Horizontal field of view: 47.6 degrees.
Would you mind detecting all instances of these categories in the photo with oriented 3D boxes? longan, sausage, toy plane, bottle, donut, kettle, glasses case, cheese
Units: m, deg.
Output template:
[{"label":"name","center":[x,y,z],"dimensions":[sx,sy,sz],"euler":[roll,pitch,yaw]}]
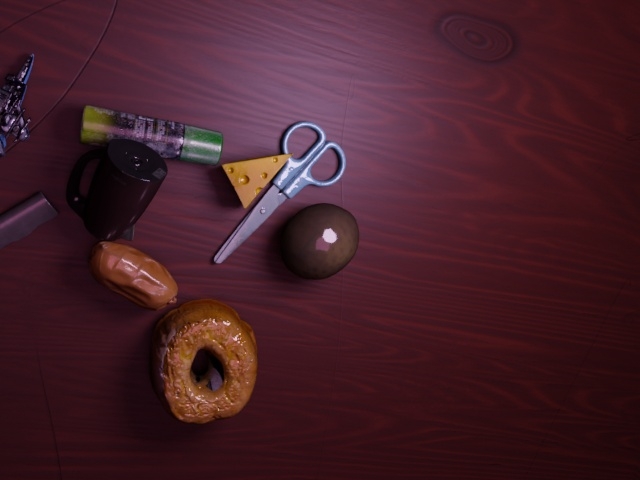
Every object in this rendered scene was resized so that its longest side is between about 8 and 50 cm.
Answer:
[{"label":"longan","center":[0.000,0.000,1.876],"dimensions":[0.220,0.196,0.196],"euler":[-37,109,-11]},{"label":"sausage","center":[-0.457,0.087,1.779],"dimensions":[0.241,0.136,0.120],"euler":[35,87,-25]},{"label":"toy plane","center":[-0.710,-0.316,1.640],"dimensions":[0.169,0.078,0.246],"euler":[25,90,7]},{"label":"bottle","center":[-0.404,-0.249,1.745],"dimensions":[0.330,0.093,0.093],"euler":[8,98,-19]},{"label":"donut","center":[-0.299,0.317,1.865],"dimensions":[0.299,0.150,0.317],"euler":[-39,110,-4]},{"label":"kettle","center":[-0.491,-0.116,1.694],"dimensions":[0.202,0.144,0.232],"euler":[33,120,-6]},{"label":"glasses case","center":[-0.721,-0.039,1.715],"dimensions":[0.191,0.042,0.072],"euler":[-33,117,-9]},{"label":"cheese","center":[-0.144,-0.174,1.822],"dimensions":[0.171,0.093,0.126],"euler":[-28,95,-3]}]

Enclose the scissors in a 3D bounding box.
[{"label":"scissors","center":[-0.124,-0.108,1.898],"dimensions":[0.192,0.029,0.447],"euler":[43,86,-20]}]
